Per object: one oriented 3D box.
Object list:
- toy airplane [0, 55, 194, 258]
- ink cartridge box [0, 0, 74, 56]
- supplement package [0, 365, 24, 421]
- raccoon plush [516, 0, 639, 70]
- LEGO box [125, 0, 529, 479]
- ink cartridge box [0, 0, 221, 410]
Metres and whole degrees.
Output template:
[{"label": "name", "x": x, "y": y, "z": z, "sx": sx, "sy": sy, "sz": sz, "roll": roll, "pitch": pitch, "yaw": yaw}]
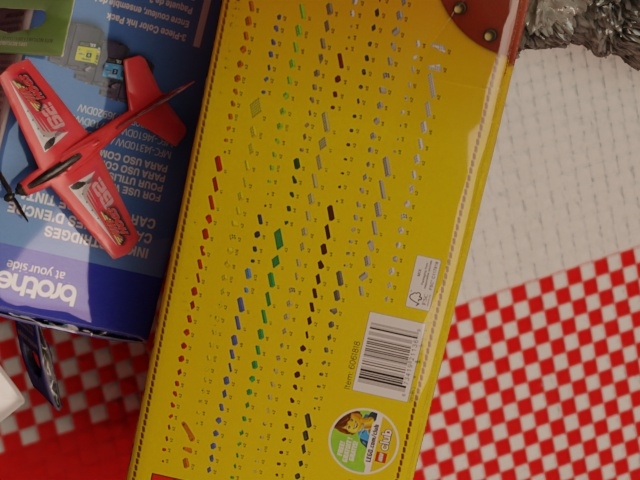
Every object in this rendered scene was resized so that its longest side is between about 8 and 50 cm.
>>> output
[{"label": "toy airplane", "x": -0.152, "y": -0.070, "z": 1.189, "sx": 0.151, "sy": 0.028, "sz": 0.151, "roll": -2, "pitch": 96, "yaw": -21}, {"label": "ink cartridge box", "x": -0.208, "y": -0.232, "z": 1.163, "sx": 0.062, "sy": 0.109, "sz": 0.209, "roll": 17, "pitch": 82, "yaw": -56}, {"label": "supplement package", "x": -0.363, "y": 0.075, "z": 1.264, "sx": 0.175, "sy": 0.293, "sz": 0.177, "roll": -39, "pitch": 110, "yaw": -14}, {"label": "raccoon plush", "x": 0.270, "y": -0.166, "z": 1.578, "sx": 0.299, "sy": 0.216, "sz": 0.446, "roll": -36, "pitch": 110, "yaw": -8}, {"label": "LEGO box", "x": 0.000, "y": 0.000, "z": 1.305, "sx": 0.193, "sy": 0.372, "sz": 0.500, "roll": 12, "pitch": 105, "yaw": 0}, {"label": "ink cartridge box", "x": -0.196, "y": -0.080, "z": 1.332, "sx": 0.151, "sy": 0.270, "sz": 0.396, "roll": 16, "pitch": 90, "yaw": -20}]
